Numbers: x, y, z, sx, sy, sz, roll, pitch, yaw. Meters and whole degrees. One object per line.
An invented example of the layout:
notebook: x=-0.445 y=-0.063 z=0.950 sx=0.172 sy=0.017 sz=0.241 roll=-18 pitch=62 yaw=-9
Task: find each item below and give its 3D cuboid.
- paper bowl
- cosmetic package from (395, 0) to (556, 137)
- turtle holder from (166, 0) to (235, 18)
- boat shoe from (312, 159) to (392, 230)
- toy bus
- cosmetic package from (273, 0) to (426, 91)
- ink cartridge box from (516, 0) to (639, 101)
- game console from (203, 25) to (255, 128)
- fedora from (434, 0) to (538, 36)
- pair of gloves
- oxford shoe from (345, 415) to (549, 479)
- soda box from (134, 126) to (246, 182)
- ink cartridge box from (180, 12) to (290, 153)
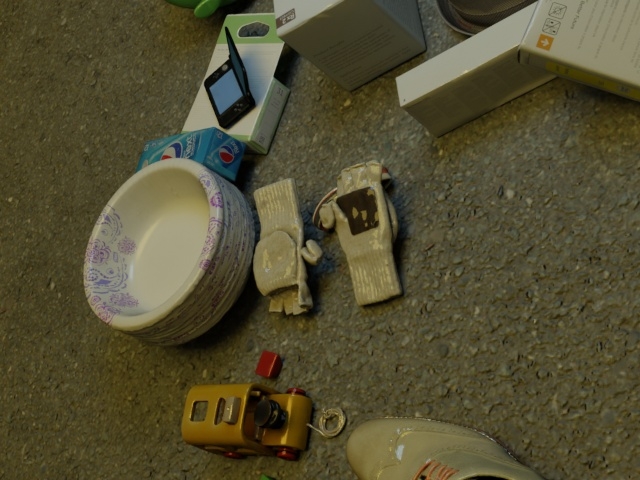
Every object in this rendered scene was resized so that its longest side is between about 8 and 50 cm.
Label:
paper bowl: x=-0.220 y=0.026 z=1.762 sx=0.284 sy=0.148 sz=0.284 roll=-19 pitch=57 yaw=32
cosmetic package: x=0.230 y=-0.235 z=1.557 sx=0.239 sy=0.099 sz=0.060 roll=-25 pitch=54 yaw=27
turtle holder: x=-0.189 y=-0.566 z=1.981 sx=0.320 sy=0.243 sz=0.227 roll=-56 pitch=28 yaw=15
boat shoe: x=0.046 y=-0.059 z=1.657 sx=0.137 sy=0.049 sz=0.043 roll=-42 pitch=50 yaw=9
toy bus: x=-0.099 y=0.247 z=1.578 sx=0.202 sy=0.104 sz=0.191 roll=-49 pitch=47 yaw=10
cosmetic package: x=0.041 y=-0.353 z=1.715 sx=0.151 sy=0.184 sz=0.151 roll=-25 pitch=54 yaw=28
ink cartridge box: x=0.443 y=-0.316 z=1.410 sx=0.307 sy=0.072 sz=0.303 roll=21 pitch=81 yaw=10
game console: x=-0.155 y=-0.263 z=1.835 sx=0.107 sy=0.071 sz=0.122 roll=-37 pitch=49 yaw=18
fedora: x=0.260 y=-0.415 z=1.606 sx=0.275 sy=0.124 sz=0.243 roll=-3 pitch=67 yaw=39
pair of gloves: x=0.000 y=0.000 z=1.622 sx=0.240 sy=0.042 sz=0.204 roll=-9 pitch=79 yaw=32
oxford shoe: x=0.164 y=0.283 z=1.311 sx=0.397 sy=0.146 sz=0.140 roll=15 pitch=79 yaw=43
soda box: x=-0.217 y=-0.132 z=1.868 sx=0.210 sy=0.071 sz=0.067 roll=-5 pitch=63 yaw=50
ink cartridge box: x=-0.125 y=-0.264 z=1.897 sx=0.171 sy=0.056 sz=0.235 roll=8 pitch=72 yaw=42
